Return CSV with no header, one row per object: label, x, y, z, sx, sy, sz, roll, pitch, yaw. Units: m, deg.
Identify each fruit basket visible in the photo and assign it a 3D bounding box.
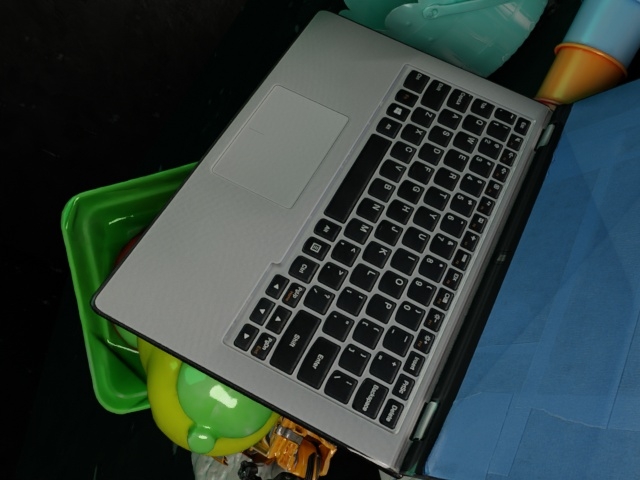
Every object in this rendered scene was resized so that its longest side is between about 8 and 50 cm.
fruit basket,-0.087,0.046,0.671,0.392,0.392,0.283,-21,81,53

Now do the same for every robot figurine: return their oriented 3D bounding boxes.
robot figurine,-0.064,0.205,0.816,0.291,0.085,0.211,-4,56,60

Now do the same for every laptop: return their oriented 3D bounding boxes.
laptop,0.102,-0.056,0.460,0.382,0.408,0.236,-59,-10,-29

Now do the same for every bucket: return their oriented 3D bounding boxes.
bucket,0.178,-0.362,0.936,0.281,0.183,0.281,-41,34,36

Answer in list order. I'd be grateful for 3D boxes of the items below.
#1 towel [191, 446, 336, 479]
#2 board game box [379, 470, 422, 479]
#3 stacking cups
towel,-0.094,0.264,0.973,0.317,0.053,0.332,-56,26,12
board game box,0.143,0.129,0.587,0.193,0.053,0.305,-104,36,-65
stacking cups,0.304,-0.214,0.698,0.316,0.096,0.096,-64,26,6
